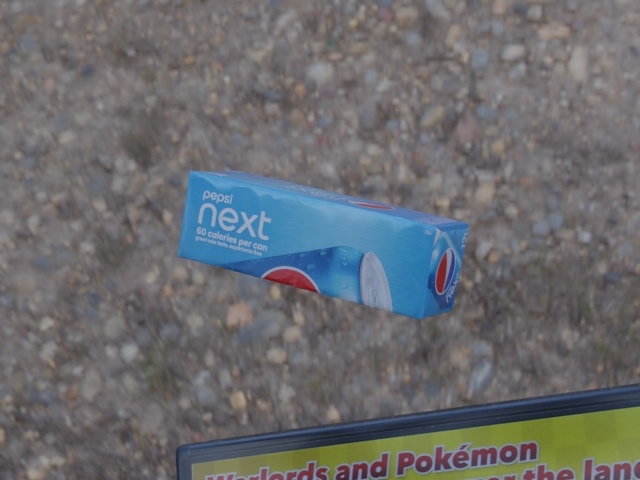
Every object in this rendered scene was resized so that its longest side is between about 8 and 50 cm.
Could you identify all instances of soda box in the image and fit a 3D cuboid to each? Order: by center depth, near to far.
[{"bbox_3d":[0.000,0.000,1.099,0.210,0.067,0.071,14,99,25],"label":"soda box"}]

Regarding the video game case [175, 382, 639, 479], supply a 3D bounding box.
[{"bbox_3d":[0.074,0.188,0.565,0.275,0.035,0.248,-10,71,20],"label":"video game case"}]
